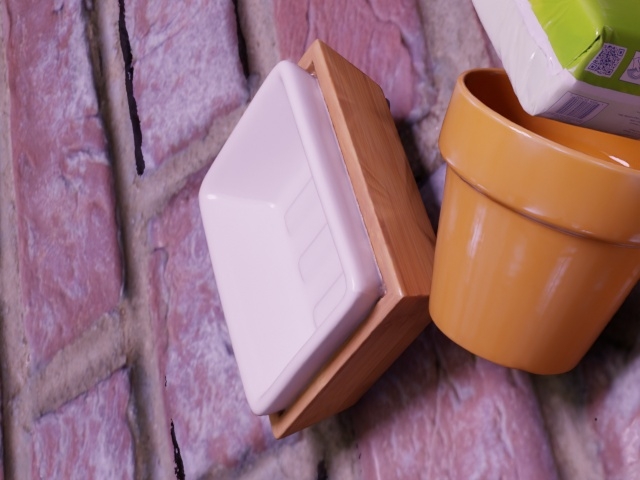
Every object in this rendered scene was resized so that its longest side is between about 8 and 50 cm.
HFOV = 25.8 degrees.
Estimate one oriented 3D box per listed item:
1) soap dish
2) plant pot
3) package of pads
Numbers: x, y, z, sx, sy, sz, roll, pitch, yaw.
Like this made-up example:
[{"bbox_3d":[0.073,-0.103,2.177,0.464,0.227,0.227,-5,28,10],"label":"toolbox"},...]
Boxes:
[{"bbox_3d":[0.000,0.000,1.267,0.229,0.118,0.291,-53,42,41],"label":"soap dish"},{"bbox_3d":[0.172,-0.008,1.078,0.205,0.205,0.188,42,122,46],"label":"plant pot"},{"bbox_3d":[0.219,-0.199,1.064,0.101,0.229,0.296,-53,41,38],"label":"package of pads"}]
